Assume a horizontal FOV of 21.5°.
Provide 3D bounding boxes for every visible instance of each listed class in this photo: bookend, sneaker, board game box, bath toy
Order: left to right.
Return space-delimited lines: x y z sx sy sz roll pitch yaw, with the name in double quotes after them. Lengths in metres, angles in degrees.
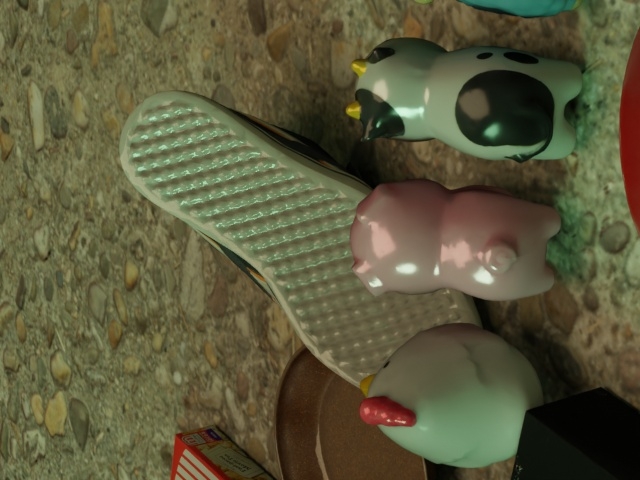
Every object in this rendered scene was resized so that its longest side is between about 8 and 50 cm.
-0.067 0.274 1.487 0.193 0.045 0.147 34 125 46 "board game box"
0.000 0.000 1.270 0.321 0.127 0.126 41 98 12 "sneaker"
0.078 -0.018 1.110 0.151 0.129 0.348 13 103 51 "bath toy"
0.194 0.203 1.081 0.157 0.072 0.156 35 127 44 "bookend"

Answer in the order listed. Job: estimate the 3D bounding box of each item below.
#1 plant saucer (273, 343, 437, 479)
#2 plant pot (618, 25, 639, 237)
0.033 0.170 1.328 0.198 0.036 0.199 20 115 51 "plant saucer"
0.267 -0.052 0.815 0.174 0.191 0.191 7 104 50 "plant pot"
